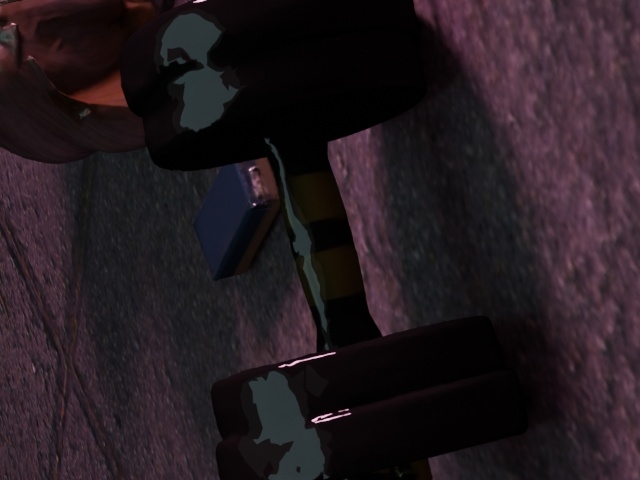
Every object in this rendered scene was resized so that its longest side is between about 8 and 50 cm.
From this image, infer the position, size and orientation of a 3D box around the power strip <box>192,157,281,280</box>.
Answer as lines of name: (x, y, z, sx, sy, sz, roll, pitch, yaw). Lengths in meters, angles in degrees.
power strip: (-0.064, -0.022, 1.209, 0.056, 0.032, 0.123, 67, 152, 22)

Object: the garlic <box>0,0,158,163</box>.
garlic: (-0.203, -0.183, 1.257, 0.256, 0.207, 0.207, 107, 144, -62)

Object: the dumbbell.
dumbbell: (0.000, 0.000, 0.911, 0.185, 0.185, 0.388, -30, 73, 63)
